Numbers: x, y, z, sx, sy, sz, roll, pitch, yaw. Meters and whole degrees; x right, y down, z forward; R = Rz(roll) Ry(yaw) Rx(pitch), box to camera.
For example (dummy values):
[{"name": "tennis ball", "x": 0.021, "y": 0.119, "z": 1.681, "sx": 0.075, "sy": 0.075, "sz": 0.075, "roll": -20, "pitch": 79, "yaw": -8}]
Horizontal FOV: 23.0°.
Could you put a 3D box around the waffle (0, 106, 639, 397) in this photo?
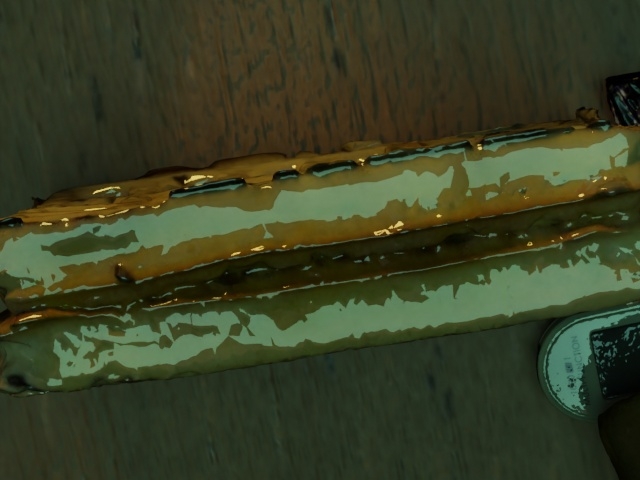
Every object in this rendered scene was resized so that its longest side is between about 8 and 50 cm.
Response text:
[{"name": "waffle", "x": 0.000, "y": -0.001, "z": 0.934, "sx": 0.376, "sy": 0.261, "sz": 0.114, "roll": -8, "pitch": 93, "yaw": 2}]

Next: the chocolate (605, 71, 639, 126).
[{"name": "chocolate", "x": 0.220, "y": -0.040, "z": 1.030, "sx": 0.070, "sy": 0.072, "sz": 0.147, "roll": -20, "pitch": 110, "yaw": -37}]

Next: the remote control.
[{"name": "remote control", "x": 0.253, "y": 0.066, "z": 1.050, "sx": 0.221, "sy": 0.042, "sz": 0.078, "roll": -12, "pitch": 99, "yaw": 4}]

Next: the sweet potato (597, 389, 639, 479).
[{"name": "sweet potato", "x": 0.305, "y": 0.230, "z": 1.020, "sx": 0.158, "sy": 0.158, "sz": 0.370, "roll": -26, "pitch": 98, "yaw": 5}]
